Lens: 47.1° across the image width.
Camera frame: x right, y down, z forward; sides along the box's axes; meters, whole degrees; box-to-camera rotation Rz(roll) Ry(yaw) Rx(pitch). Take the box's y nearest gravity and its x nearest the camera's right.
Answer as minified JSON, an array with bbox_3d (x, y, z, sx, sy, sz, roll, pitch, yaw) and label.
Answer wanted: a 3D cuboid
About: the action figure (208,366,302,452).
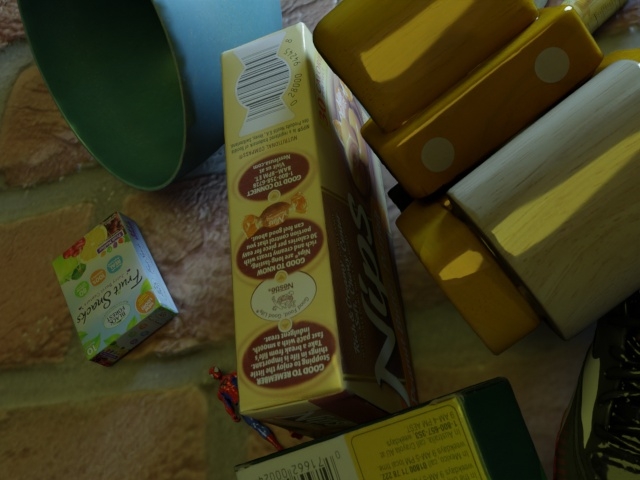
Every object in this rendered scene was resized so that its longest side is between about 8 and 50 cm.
[{"bbox_3d":[-0.067,0.154,0.686,0.115,0.030,0.038,35,91,35],"label":"action figure"}]

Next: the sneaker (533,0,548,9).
[{"bbox_3d":[0.194,-0.291,0.714,0.088,0.092,0.225,33,85,32],"label":"sneaker"}]

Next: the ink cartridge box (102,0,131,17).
[{"bbox_3d":[-0.191,-0.379,0.931,0.237,0.100,0.172,-41,58,5],"label":"ink cartridge box"}]

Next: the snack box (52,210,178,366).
[{"bbox_3d":[-0.226,0.050,0.799,0.100,0.037,0.141,-38,58,8],"label":"snack box"}]

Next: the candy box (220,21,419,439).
[{"bbox_3d":[0.000,0.000,0.627,0.087,0.183,0.317,-15,63,20],"label":"candy box"}]

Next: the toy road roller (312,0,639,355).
[{"bbox_3d":[0.115,-0.096,0.529,0.202,0.329,0.241,-38,103,6],"label":"toy road roller"}]

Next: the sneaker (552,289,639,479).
[{"bbox_3d":[0.221,0.086,0.491,0.097,0.135,0.276,16,66,29],"label":"sneaker"}]

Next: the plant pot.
[{"bbox_3d":[-0.155,-0.222,0.772,0.290,0.290,0.195,33,48,32],"label":"plant pot"}]

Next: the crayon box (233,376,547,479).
[{"bbox_3d":[0.079,0.272,0.472,0.202,0.081,0.319,-28,73,33],"label":"crayon box"}]

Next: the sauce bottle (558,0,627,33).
[{"bbox_3d":[0.268,-0.234,0.685,0.128,0.042,0.042,-43,57,2],"label":"sauce bottle"}]
